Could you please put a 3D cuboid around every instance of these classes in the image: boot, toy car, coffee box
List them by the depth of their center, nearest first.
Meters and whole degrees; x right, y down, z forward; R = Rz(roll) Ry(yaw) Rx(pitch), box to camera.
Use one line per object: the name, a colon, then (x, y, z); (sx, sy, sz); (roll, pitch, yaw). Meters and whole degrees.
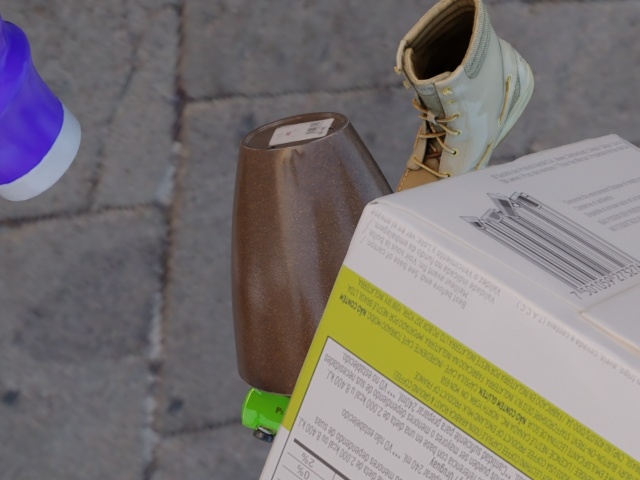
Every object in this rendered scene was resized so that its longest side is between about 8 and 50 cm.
coffee box: (0.189, 0.170, 1.135); (0.337, 0.338, 0.334); (-16, 132, -53)
toy car: (0.030, 0.193, 1.771); (0.225, 0.053, 0.239); (21, 89, -4)
boot: (0.124, -0.119, 1.884); (0.262, 0.095, 0.203); (-58, 152, -6)

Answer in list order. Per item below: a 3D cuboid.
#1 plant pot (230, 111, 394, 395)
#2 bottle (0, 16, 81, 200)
plant pot: (0.000, 0.000, 1.733); (0.215, 0.215, 0.230); (-24, 112, -31)
bottle: (-0.240, -0.124, 0.974); (0.118, 0.092, 0.283); (-49, 133, -7)
